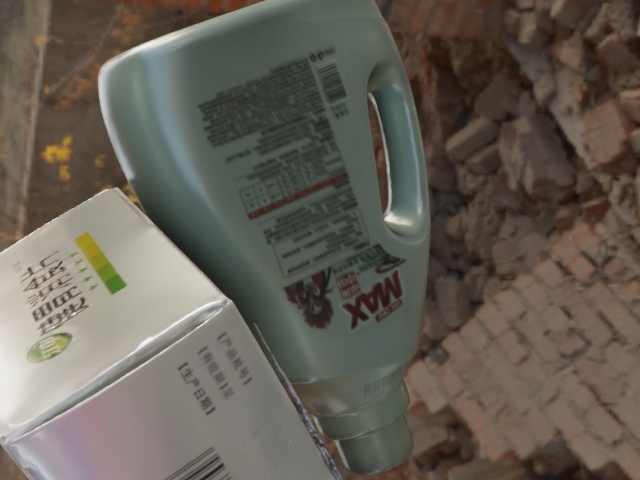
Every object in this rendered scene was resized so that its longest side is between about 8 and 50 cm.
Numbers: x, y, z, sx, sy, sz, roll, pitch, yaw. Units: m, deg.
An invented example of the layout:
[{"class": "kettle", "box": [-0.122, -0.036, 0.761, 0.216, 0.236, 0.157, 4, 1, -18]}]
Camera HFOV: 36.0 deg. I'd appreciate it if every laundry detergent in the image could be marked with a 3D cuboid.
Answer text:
[{"class": "laundry detergent", "box": [0.000, 0.000, 0.830, 0.125, 0.264, 0.397, -3, 111, 59]}]

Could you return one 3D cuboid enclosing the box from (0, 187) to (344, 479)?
[{"class": "box", "box": [-0.126, 0.094, 0.672, 0.173, 0.145, 0.333, 64, 166, -23]}]
